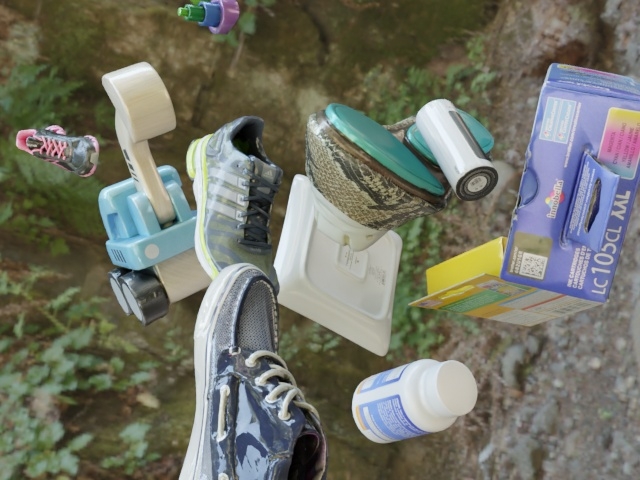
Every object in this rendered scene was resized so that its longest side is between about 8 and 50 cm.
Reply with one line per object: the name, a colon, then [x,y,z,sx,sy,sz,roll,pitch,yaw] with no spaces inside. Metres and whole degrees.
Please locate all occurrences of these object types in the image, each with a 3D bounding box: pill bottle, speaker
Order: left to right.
pill bottle: [0.202,0.339,1.746,0.272,0.152,0.152,-30,45,51]
speaker: [0.162,-0.111,0.990,0.055,0.055,0.136,-63,33,36]

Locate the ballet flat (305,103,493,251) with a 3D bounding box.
ballet flat: [0.090,-0.074,1.056,0.182,0.164,0.483,-51,-15,24]

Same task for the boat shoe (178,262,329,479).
boat shoe: [-0.058,0.179,0.929,0.158,0.127,0.341,-12,63,35]

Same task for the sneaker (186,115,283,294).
sneaker: [-0.108,-0.050,1.136,0.121,0.111,0.300,-38,56,35]

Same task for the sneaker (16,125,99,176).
sneaker: [-0.288,-0.099,0.888,0.119,0.057,0.047,17,98,39]

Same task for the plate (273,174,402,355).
plate: [0.047,0.039,1.520,0.045,0.278,0.277,-31,38,44]

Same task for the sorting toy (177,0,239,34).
sorting toy: [-0.273,-0.522,1.531,0.127,0.126,0.366,-56,50,42]

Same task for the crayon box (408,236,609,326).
crayon box: [0.346,0.079,1.514,0.203,0.322,0.083,-29,56,50]

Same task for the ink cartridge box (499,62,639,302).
ink cartridge box: [0.354,-0.089,1.140,0.395,0.151,0.270,-40,-39,-66]

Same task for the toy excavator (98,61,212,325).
toy excavator: [-0.325,-0.083,1.550,0.433,0.222,0.445,2,116,65]
